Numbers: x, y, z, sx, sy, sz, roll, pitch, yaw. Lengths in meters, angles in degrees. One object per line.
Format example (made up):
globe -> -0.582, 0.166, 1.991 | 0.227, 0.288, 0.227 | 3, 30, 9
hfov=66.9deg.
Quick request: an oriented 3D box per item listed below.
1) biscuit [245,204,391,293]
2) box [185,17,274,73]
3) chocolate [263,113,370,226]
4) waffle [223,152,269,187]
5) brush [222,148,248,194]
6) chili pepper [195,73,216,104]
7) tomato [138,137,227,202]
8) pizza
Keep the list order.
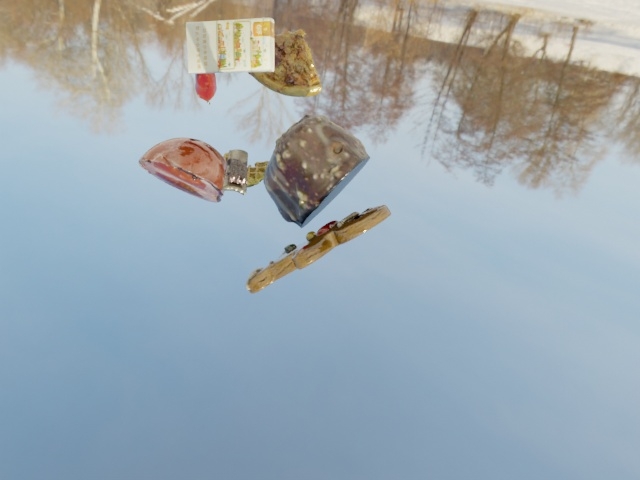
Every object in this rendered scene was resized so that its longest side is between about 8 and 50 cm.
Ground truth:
biscuit -> -0.001, -0.001, 1.258 | 0.283, 0.432, 0.064 | -35, -86, -49
box -> -0.220, -0.471, 1.177 | 0.221, 0.122, 0.032 | 4, -169, 14
chocolate -> -0.034, -0.196, 1.298 | 0.210, 0.340, 0.225 | 45, -125, 0
waffle -> -0.264, -0.236, 1.604 | 0.194, 0.051, 0.149 | 25, -134, 24
brush -> -0.152, -0.140, 0.895 | 0.043, 0.036, 0.248 | 14, -158, -13
chili pepper -> -0.366, -0.509, 1.535 | 0.071, 0.272, 0.063 | 20, -111, -2
tomato -> -0.300, -0.176, 1.107 | 0.199, 0.112, 0.228 | 23, 168, -16
pizza -> -0.128, -0.625, 1.664 | 0.336, 0.226, 0.086 | 29, -169, 0
